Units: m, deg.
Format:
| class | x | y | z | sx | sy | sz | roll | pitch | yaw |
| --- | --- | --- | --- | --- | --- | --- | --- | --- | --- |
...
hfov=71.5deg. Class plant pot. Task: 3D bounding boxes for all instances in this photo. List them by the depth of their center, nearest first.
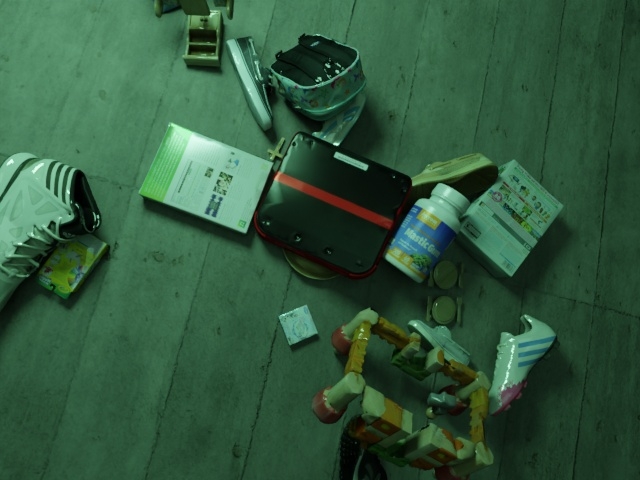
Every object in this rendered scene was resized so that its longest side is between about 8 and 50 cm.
| class | x | y | z | sx | sy | sz | roll | pitch | yaw |
| --- | --- | --- | --- | --- | --- | --- | --- | --- | --- |
| plant pot | 0.000 | 0.000 | 1.335 | 0.236 | 0.032 | 0.237 | 1 | 81 | -9 |

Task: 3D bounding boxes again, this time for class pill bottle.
| class | x | y | z | sx | sy | sz | roll | pitch | yaw |
| --- | --- | --- | --- | --- | --- | --- | --- | --- | --- |
| pill bottle | 0.310 | -0.025 | 1.297 | 0.152 | 0.152 | 0.272 | 35 | 94 | -3 |

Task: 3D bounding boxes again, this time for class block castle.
| class | x | y | z | sx | sy | sz | roll | pitch | yaw |
| --- | --- | --- | --- | --- | --- | --- | --- | --- | --- |
| block castle | 0.219 | 0.422 | 1.184 | 0.453 | 0.213 | 0.303 | 30 | 40 | -7 |

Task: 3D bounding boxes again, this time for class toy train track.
| class | x | y | z | sx | sy | sz | roll | pitch | yaw |
| --- | --- | --- | --- | --- | --- | --- | --- | --- | --- |
| toy train track | -0.132 | -0.279 | 1.364 | 0.048 | 0.014 | 0.083 | 26 | 73 | 2 |

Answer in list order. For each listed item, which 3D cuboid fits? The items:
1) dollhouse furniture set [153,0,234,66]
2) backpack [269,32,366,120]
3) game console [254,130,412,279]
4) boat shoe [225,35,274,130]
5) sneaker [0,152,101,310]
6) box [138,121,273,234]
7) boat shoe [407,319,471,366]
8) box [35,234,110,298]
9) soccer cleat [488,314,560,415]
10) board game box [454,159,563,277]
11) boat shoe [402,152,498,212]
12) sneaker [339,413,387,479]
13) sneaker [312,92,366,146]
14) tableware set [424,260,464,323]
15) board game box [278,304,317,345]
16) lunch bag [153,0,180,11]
| class | x | y | z | sx | sy | sz | roll | pitch | yaw |
| --- | --- | --- | --- | --- | --- | --- | --- | --- | --- |
| dollhouse furniture set | -0.353 | -0.630 | 1.254 | 0.212 | 0.242 | 0.161 | 3 | 81 | 1 |
| backpack | 0.005 | -0.469 | 1.293 | 0.225 | 0.253 | 0.191 | -39 | 134 | -13 |
| game console | 0.031 | -0.101 | 1.291 | 0.386 | 0.060 | 0.342 | 24 | 79 | 5 |
| boat shoe | -0.188 | -0.479 | 1.342 | 0.102 | 0.108 | 0.301 | -21 | 78 | -10 |
| sneaker | -0.723 | 0.000 | 1.110 | 0.257 | 0.169 | 0.448 | 11 | 77 | 14 |
| box | -0.326 | -0.177 | 1.296 | 0.321 | 0.058 | 0.232 | 21 | 79 | -7 |
| boat shoe | 0.358 | 0.300 | 1.333 | 0.227 | 0.079 | 0.081 | 42 | 71 | -8 |
| box | -0.673 | 0.060 | 1.209 | 0.105 | 0.043 | 0.179 | 33 | 76 | -4 |
| soccer cleat | 0.574 | 0.369 | 1.348 | 0.143 | 0.116 | 0.331 | 41 | 75 | 15 |
| board game box | 0.583 | -0.067 | 1.410 | 0.224 | 0.097 | 0.303 | 43 | 79 | -2 |
| boat shoe | 0.371 | -0.182 | 1.390 | 0.341 | 0.122 | 0.110 | -16 | 44 | -1 |
| sneaker | 0.126 | 0.631 | 1.243 | 0.124 | 0.107 | 0.284 | 11 | 82 | -25 |
| sneaker | 0.062 | -0.375 | 1.373 | 0.092 | 0.087 | 0.229 | 34 | 76 | -1 |
| tableware set | 0.374 | 0.159 | 1.372 | 0.128 | 0.039 | 0.194 | 6 | 86 | -20 |
| board game box | -0.065 | 0.245 | 1.293 | 0.090 | 0.020 | 0.090 | -21 | 85 | -11 |
| lunch bag | -0.408 | -0.823 | 1.254 | 0.220 | 0.293 | 0.138 | -29 | 88 | -13 |
